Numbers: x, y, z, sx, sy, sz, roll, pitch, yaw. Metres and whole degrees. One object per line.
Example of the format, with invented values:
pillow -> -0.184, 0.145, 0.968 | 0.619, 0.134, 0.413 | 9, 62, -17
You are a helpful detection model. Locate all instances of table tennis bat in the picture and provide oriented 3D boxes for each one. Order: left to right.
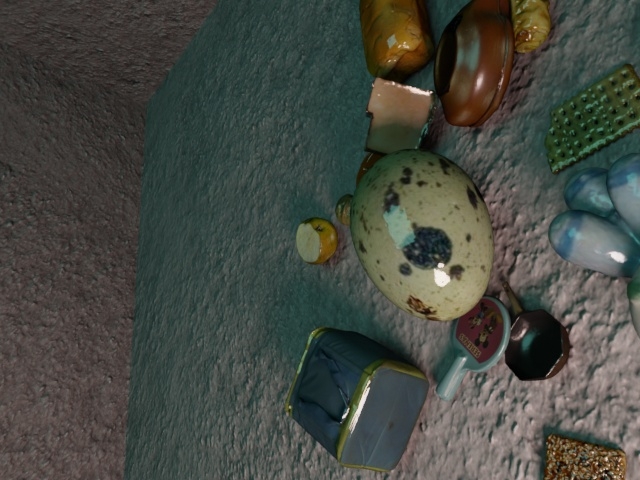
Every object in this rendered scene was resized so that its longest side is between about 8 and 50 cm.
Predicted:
table tennis bat -> 0.308, 0.225, 1.011 | 0.244, 0.040, 0.153 | -64, 21, 16

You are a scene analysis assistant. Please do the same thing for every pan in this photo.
pan -> 0.405, 0.162, 0.916 | 0.128, 0.048, 0.202 | -31, 42, 54

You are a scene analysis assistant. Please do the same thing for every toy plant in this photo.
toy plant -> 0.497, -0.003, 0.741 | 0.247, 0.247, 0.332 | -50, 40, 26

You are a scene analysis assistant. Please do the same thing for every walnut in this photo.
walnut -> 0.082, -0.085, 1.384 | 0.092, 0.092, 0.092 | -22, 60, 45

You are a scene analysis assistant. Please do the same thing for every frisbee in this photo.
frisbee -> 0.161, -0.183, 1.359 | 0.192, 0.035, 0.192 | -20, 62, 45

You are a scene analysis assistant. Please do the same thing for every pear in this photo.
pear -> 0.000, 0.000, 1.434 | 0.141, 0.104, 0.141 | 24, 119, 51

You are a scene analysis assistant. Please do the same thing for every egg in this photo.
egg -> 0.210, -0.017, 1.030 | 0.287, 0.287, 0.379 | -43, 46, 33

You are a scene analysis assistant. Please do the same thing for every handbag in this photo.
handbag -> 0.078, 0.352, 1.113 | 0.241, 0.222, 0.263 | 23, 94, 56

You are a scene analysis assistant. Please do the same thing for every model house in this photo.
model house -> 0.189, -0.305, 1.264 | 0.172, 0.166, 0.183 | -80, 5, -78

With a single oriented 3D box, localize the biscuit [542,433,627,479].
biscuit -> 0.426, 0.448, 0.806 | 0.131, 0.025, 0.231 | -6, 72, 50

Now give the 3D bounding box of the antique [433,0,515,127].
antique -> 0.339, -0.399, 1.107 | 0.223, 0.129, 0.278 | -123, 39, -78

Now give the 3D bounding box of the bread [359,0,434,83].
bread -> 0.199, -0.611, 1.378 | 0.195, 0.148, 0.344 | -29, 55, 41

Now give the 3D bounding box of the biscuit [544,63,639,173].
biscuit -> 0.522, -0.236, 0.951 | 0.203, 0.016, 0.144 | -33, 53, 39

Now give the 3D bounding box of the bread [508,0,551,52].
bread -> 0.454, -0.541, 1.091 | 0.098, 0.087, 0.270 | -14, 67, 44
